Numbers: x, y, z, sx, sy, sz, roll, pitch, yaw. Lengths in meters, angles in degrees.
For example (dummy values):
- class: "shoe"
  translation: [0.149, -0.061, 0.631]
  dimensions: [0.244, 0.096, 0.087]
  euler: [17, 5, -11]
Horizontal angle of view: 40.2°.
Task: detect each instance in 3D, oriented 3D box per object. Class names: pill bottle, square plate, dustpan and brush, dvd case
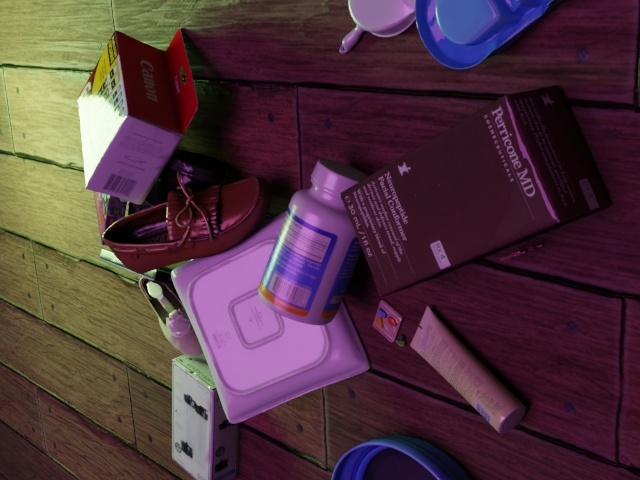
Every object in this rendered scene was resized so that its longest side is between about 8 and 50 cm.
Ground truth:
- class: "pill bottle"
  translation: [0.000, 0.000, 1.557]
  dimensions: [0.152, 0.152, 0.272]
  euler: [34, 109, 37]
- class: "square plate"
  translation: [-0.116, 0.155, 1.735]
  dimensions: [0.344, 0.049, 0.347]
  euler: [-26, 82, 23]
- class: "dustpan and brush"
  translation: [0.081, -0.377, 1.443]
  dimensions: [0.211, 0.060, 0.147]
  euler: [-39, 71, 41]
- class: "dvd case"
  translation: [-0.376, 0.074, 2.020]
  dimensions: [0.239, 0.179, 0.029]
  euler: [16, 88, 45]

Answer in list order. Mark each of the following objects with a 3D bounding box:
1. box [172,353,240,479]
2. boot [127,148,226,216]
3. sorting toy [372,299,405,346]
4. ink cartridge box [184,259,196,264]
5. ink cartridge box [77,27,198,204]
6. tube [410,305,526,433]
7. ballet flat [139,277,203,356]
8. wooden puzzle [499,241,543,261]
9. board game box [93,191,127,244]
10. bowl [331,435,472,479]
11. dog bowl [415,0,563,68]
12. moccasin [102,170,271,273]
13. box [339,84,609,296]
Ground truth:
- class: "box"
  translation: [-0.274, 0.428, 2.088]
  dimensions: [0.169, 0.087, 0.290]
  euler: [25, 121, 42]
- class: "boot"
  translation: [-0.324, -0.067, 1.919]
  dimensions: [0.348, 0.131, 0.260]
  euler: [18, 104, 56]
- class: "sorting toy"
  translation: [0.129, 0.155, 1.591]
  dimensions: [0.083, 0.012, 0.062]
  euler: [42, 131, 32]
- class: "ink cartridge box"
  translation: [-0.217, 0.069, 1.872]
  dimensions: [0.052, 0.122, 0.088]
  euler: [-29, 80, 49]
- class: "ink cartridge box"
  translation: [-0.387, -0.284, 1.823]
  dimensions: [0.272, 0.130, 0.309]
  euler: [-51, 39, 29]
- class: "tube"
  translation: [0.240, 0.216, 1.458]
  dimensions: [0.070, 0.062, 0.240]
  euler: [-45, 53, -1]
- class: "ballet flat"
  translation: [-0.357, 0.173, 2.090]
  dimensions: [0.248, 0.086, 0.086]
  euler: [48, 134, 27]
- class: "wooden puzzle"
  translation: [0.303, 0.017, 1.316]
  dimensions: [0.083, 0.049, 0.006]
  euler: [-26, 83, 49]
- class: "board game box"
  translation: [-0.504, -0.175, 2.079]
  dimensions: [0.347, 0.056, 0.208]
  euler: [-115, 31, -47]
- class: "bowl"
  translation: [0.176, 0.548, 1.623]
  dimensions: [0.391, 0.077, 0.391]
  euler: [19, 116, 45]
- class: "dog bowl"
  translation: [0.257, -0.364, 1.221]
  dimensions: [0.297, 0.074, 0.166]
  euler: [-38, 74, 47]
- class: "moccasin"
  translation: [-0.269, -0.046, 1.749]
  dimensions: [0.380, 0.147, 0.139]
  euler: [-13, 55, 29]
- class: "box"
  translation: [0.217, -0.062, 1.323]
  dimensions: [0.381, 0.143, 0.191]
  euler: [-29, 80, 48]
